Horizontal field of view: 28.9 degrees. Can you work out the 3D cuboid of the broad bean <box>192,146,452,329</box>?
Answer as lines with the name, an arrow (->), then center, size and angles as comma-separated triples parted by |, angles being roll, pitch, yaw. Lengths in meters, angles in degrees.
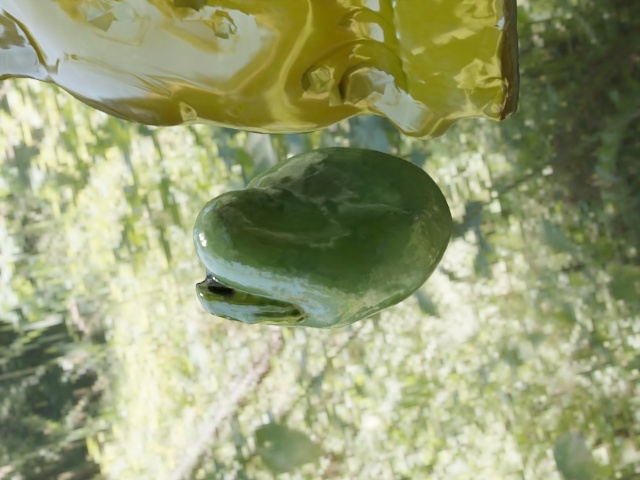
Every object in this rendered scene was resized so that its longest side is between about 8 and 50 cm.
broad bean -> 0.000, 0.000, 1.048 | 0.169, 0.228, 0.100 | 52, 168, 28

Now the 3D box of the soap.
soap -> -0.057, -0.156, 0.439 | 0.281, 0.259, 0.143 | 67, -149, -66
